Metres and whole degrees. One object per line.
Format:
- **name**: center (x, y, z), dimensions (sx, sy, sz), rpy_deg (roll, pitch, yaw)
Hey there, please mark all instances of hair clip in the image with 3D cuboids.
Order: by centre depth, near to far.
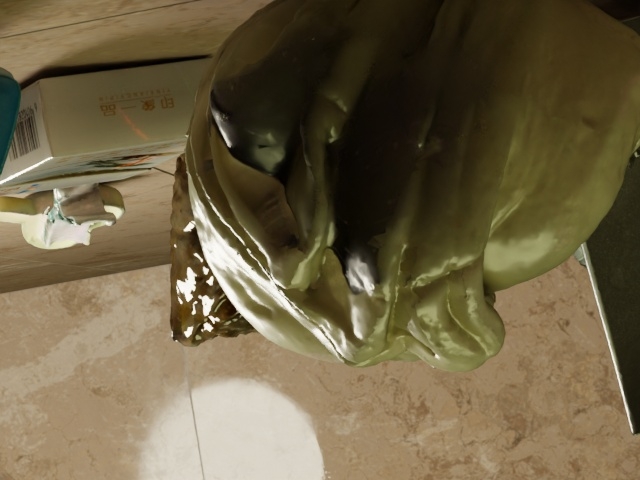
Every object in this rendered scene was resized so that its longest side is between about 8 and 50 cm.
- **hair clip**: center (-0.290, -0.028, 2.163), dimensions (0.159, 0.071, 0.218), rpy_deg (-6, 170, -16)

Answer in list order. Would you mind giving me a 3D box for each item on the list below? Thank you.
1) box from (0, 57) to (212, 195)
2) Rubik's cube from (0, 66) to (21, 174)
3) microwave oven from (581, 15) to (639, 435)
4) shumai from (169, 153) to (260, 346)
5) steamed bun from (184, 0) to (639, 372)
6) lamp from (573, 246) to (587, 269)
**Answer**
- **box**: center (-0.189, -0.086, 1.555), dimensions (0.149, 0.067, 0.233), rpy_deg (-7, 176, -27)
- **Rubik's cube**: center (-0.345, -0.007, 1.243), dimensions (0.254, 0.254, 0.254), rpy_deg (-9, 176, -1)
- **microwave oven**: center (0.419, -0.044, 1.510), dimensions (0.432, 0.374, 0.236), rpy_deg (-15, 174, 12)
- **shumai**: center (0.004, -0.001, 1.801), dimensions (0.283, 0.217, 0.346), rpy_deg (4, 177, 3)
- **steamed bun**: center (0.045, -0.059, 1.253), dimensions (0.320, 0.275, 0.206), rpy_deg (-47, 153, 11)
- **lamp**: center (0.381, -0.056, 2.313), dimensions (0.233, 0.233, 0.265), rpy_deg (-11, -171, 16)
